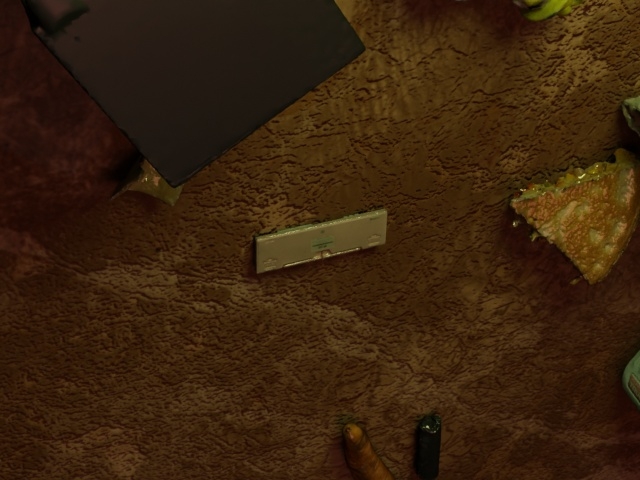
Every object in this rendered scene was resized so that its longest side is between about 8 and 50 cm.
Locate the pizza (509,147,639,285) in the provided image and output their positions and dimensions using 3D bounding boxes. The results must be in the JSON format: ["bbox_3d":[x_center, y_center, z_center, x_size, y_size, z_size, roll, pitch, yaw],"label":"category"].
[{"bbox_3d":[0.309,-0.038,1.742,0.199,0.062,0.188,11,109,-29],"label":"pizza"}]

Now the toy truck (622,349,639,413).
[{"bbox_3d":[0.564,0.146,1.988,0.162,0.136,0.305,21,115,-31],"label":"toy truck"}]

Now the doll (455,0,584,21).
[{"bbox_3d":[0.187,-0.286,1.428,0.241,0.099,0.135,14,116,-34],"label":"doll"}]

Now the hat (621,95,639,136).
[{"bbox_3d":[0.465,-0.075,1.653,0.149,0.245,0.214,-26,112,-15],"label":"hat"}]

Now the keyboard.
[{"bbox_3d":[0.000,0.000,1.644,0.166,0.017,0.055,-13,129,-17],"label":"keyboard"}]

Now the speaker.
[{"bbox_3d":[-0.133,-0.227,1.253,0.232,0.184,0.254,-35,133,5],"label":"speaker"}]

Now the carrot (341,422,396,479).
[{"bbox_3d":[0.071,0.326,1.946,0.059,0.059,0.248,-28,132,-2],"label":"carrot"}]

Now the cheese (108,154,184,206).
[{"bbox_3d":[-0.185,-0.067,1.469,0.084,0.041,0.060,-8,141,-42],"label":"cheese"}]

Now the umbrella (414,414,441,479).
[{"bbox_3d":[0.153,0.298,1.981,0.036,0.031,0.133,3,133,5],"label":"umbrella"}]
